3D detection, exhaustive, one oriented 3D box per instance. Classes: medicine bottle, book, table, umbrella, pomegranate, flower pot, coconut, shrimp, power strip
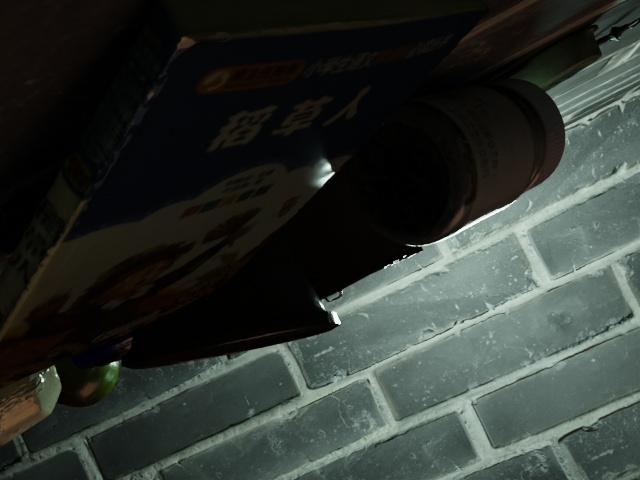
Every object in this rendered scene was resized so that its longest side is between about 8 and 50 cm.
[{"bbox_3d":[0.171,-0.104,0.943,0.165,0.165,0.273,-30,177,43],"label":"medicine bottle"},{"bbox_3d":[-0.091,-0.028,0.596,0.300,0.039,0.428,-23,164,-47],"label":"book"},{"bbox_3d":[0.000,0.000,1.132,0.193,0.172,0.169,-24,176,-30],"label":"table"},{"bbox_3d":[0.402,-0.286,1.121,0.022,0.022,0.149,-50,-166,-23],"label":"umbrella"},{"bbox_3d":[-0.433,0.211,1.436,0.205,0.159,0.159,-51,177,-2],"label":"pomegranate"},{"bbox_3d":[-0.120,0.056,0.953,0.269,0.166,0.269,-12,173,-1],"label":"flower pot"},{"bbox_3d":[-0.424,0.185,0.983,0.162,0.161,0.161,-34,-179,-32],"label":"coconut"},{"bbox_3d":[-0.178,-0.018,0.631,0.152,0.046,0.219,-26,177,-4],"label":"shrimp"},{"bbox_3d":[0.263,-0.205,1.084,0.286,0.048,0.080,-31,175,39],"label":"power strip"}]

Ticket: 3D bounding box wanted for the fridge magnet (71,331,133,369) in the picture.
[{"bbox_3d":[-0.292,0.114,1.191,0.265,0.112,0.265,-25,174,-3],"label":"fridge magnet"}]
